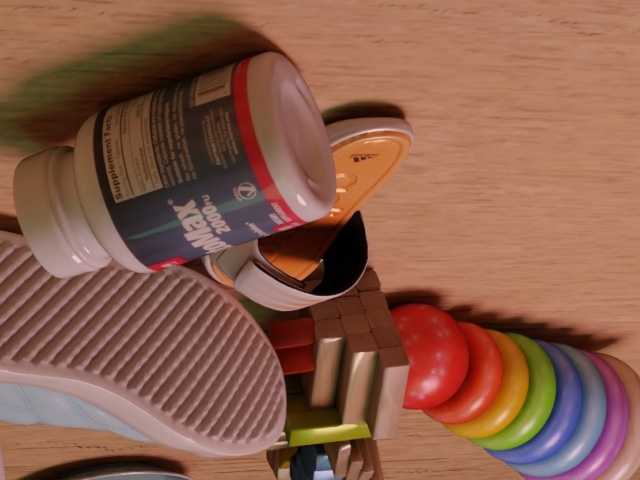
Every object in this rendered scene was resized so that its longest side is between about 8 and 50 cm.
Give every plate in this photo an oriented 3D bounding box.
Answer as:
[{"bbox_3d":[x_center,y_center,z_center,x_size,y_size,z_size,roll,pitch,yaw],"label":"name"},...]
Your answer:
[{"bbox_3d":[-0.216,0.253,1.980,0.188,0.024,0.188,-10,159,-4],"label":"plate"}]

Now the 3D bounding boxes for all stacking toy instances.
[{"bbox_3d":[0.155,0.135,1.739,0.141,0.141,0.330,-25,150,32],"label":"stacking toy"}]

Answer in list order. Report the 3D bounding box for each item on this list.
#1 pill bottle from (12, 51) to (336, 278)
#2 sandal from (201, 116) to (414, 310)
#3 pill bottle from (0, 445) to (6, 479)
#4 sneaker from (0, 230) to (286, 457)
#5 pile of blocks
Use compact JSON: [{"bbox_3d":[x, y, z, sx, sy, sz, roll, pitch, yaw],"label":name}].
[{"bbox_3d":[-0.091,-0.039,1.219,0.180,0.108,0.108,-18,157,17],"label":"pill bottle"},{"bbox_3d":[-0.010,0.000,1.391,0.102,0.076,0.265,-1,156,-23],"label":"sandal"},{"bbox_3d":[-0.445,0.229,1.551,0.392,0.224,0.224,-6,158,-12],"label":"pill bottle"},{"bbox_3d":[-0.186,0.079,1.452,0.150,0.135,0.366,-14,151,42],"label":"sneaker"},{"bbox_3d":[-0.024,0.152,1.659,0.112,0.149,0.362,-5,158,-14],"label":"pile of blocks"}]
